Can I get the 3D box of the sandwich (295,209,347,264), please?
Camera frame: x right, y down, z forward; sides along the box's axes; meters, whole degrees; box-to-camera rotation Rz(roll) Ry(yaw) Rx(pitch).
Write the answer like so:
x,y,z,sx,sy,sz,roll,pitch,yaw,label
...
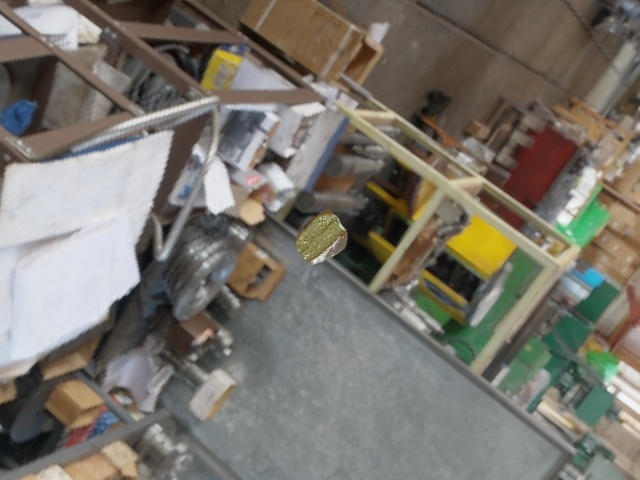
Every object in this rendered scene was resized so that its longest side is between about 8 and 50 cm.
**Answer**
x,y,z,sx,sy,sz,roll,pitch,yaw,label
0.000,0.000,0.753,0.044,0.031,0.083,-32,167,-7,sandwich
